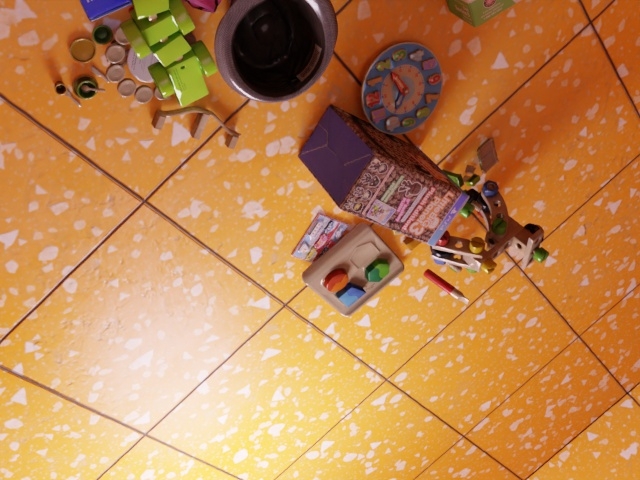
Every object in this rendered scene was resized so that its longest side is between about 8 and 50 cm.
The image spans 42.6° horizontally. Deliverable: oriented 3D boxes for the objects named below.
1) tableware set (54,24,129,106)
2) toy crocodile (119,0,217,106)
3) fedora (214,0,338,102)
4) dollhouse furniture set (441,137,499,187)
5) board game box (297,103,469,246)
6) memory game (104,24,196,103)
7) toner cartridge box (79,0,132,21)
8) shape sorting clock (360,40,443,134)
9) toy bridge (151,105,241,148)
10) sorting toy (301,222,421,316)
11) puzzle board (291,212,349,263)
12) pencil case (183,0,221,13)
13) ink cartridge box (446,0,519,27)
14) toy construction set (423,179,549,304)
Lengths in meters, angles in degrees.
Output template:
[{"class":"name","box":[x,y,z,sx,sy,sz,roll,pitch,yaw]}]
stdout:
[{"class":"tableware set","box":[-0.422,-0.318,1.502,0.154,0.024,0.104,-40,132,5]},{"class":"toy crocodile","box":[-0.272,-0.351,1.453,0.115,0.105,0.340,-30,157,-3]},{"class":"fedora","box":[-0.098,-0.396,1.547,0.243,0.124,0.275,-33,141,0]},{"class":"dollhouse furniture set","box":[0.368,-0.188,2.021,0.151,0.058,0.076,-41,128,-21]},{"class":"board game box","box":[0.135,-0.140,1.791,0.291,0.232,0.141,20,112,-38]},{"class":"memory game","box":[-0.315,-0.342,1.533,0.186,0.012,0.186,-22,135,-23]},{"class":"toner cartridge box","box":[-0.377,-0.548,1.319,0.165,0.075,0.348,-26,132,-8]},{"class":"shape sorting clock","box":[0.180,-0.329,1.788,0.206,0.040,0.206,-10,119,-19]},{"class":"toy bridge","box":[-0.243,-0.236,1.658,0.188,0.026,0.063,11,117,-34]},{"class":"sorting toy","box":[0.125,0.052,2.051,0.307,0.041,0.229,-41,136,5]},{"class":"puzzle board","box":[0.000,0.000,1.973,0.096,0.011,0.128,19,113,-37]},{"class":"pencil case","box":[-0.191,-0.507,1.440,0.098,0.095,0.209,-22,141,-62]},{"class":"ink cartridge box","box":[0.329,-0.600,1.629,0.198,0.115,0.273,-32,132,-3]},{"class":"toy construction set","box":[0.414,0.035,2.032,0.257,0.237,0.309,-29,150,-47]}]
